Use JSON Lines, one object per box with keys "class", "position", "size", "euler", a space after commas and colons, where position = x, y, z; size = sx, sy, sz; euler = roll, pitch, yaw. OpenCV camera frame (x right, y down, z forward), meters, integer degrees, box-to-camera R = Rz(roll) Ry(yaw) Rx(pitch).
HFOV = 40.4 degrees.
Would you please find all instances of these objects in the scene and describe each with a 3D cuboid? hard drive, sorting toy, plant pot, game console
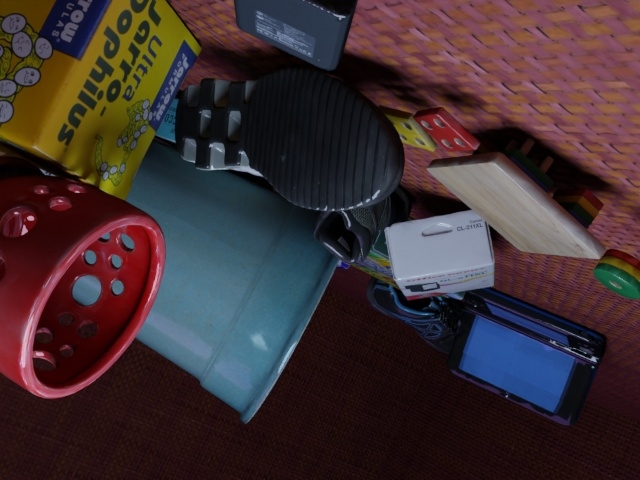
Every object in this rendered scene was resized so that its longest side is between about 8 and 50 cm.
{"class": "hard drive", "position": [-0.023, -0.177, 0.675], "size": [0.094, 0.022, 0.135], "euler": [26, 174, -1]}
{"class": "sorting toy", "position": [0.175, -0.049, 0.784], "size": [0.274, 0.046, 0.132], "euler": [38, 171, -15]}
{"class": "plant pot", "position": [-0.172, 0.032, 1.255], "size": [0.334, 0.341, 0.341], "euler": [29, 174, -3]}
{"class": "game console", "position": [0.387, 0.223, 1.703], "size": [0.293, 0.173, 0.250], "euler": [22, 173, 22]}
{"class": "plant pot", "position": [-0.269, 0.025, 0.809], "size": [0.174, 0.191, 0.191], "euler": [27, 174, 16]}

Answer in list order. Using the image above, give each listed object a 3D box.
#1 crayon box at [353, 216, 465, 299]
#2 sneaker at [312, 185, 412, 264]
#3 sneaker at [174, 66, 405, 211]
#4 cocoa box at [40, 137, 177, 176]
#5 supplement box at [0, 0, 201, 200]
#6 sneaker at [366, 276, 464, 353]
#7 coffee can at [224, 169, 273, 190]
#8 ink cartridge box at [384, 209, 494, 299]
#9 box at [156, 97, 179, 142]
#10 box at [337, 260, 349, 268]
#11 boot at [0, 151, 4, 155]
{"class": "crayon box", "position": [0.114, 0.017, 1.478], "size": [0.203, 0.083, 0.323], "euler": [27, 174, -11]}
{"class": "sneaker", "position": [0.052, -0.030, 1.131], "size": [0.087, 0.130, 0.227], "euler": [26, 176, 17]}
{"class": "sneaker", "position": [-0.005, -0.104, 0.849], "size": [0.146, 0.122, 0.330], "euler": [2, -167, -36]}
{"class": "cocoa box", "position": [-0.403, -0.110, 1.783], "size": [0.347, 0.231, 0.228], "euler": [28, 174, -16]}
{"class": "supplement box", "position": [-0.338, -0.208, 0.876], "size": [0.356, 0.194, 0.195], "euler": [23, 173, 15]}
{"class": "sneaker", "position": [0.272, 0.181, 2.046], "size": [0.341, 0.125, 0.139], "euler": [24, 169, -11]}
{"class": "coffee can", "position": [-0.190, -0.054, 1.547], "size": [0.201, 0.201, 0.275], "euler": [26, 174, -4]}
{"class": "ink cartridge box", "position": [0.160, 0.023, 1.137], "size": [0.127, 0.072, 0.175], "euler": [-10, 167, 9]}
{"class": "box", "position": [-0.157, -0.150, 1.220], "size": [0.244, 0.060, 0.100], "euler": [22, 180, 34]}
{"class": "box", "position": [0.000, 0.000, 1.844], "size": [0.137, 0.072, 0.126], "euler": [26, 174, -11]}
{"class": "boot", "position": [-0.432, -0.217, 1.095], "size": [0.203, 0.262, 0.095], "euler": [27, 137, 11]}
